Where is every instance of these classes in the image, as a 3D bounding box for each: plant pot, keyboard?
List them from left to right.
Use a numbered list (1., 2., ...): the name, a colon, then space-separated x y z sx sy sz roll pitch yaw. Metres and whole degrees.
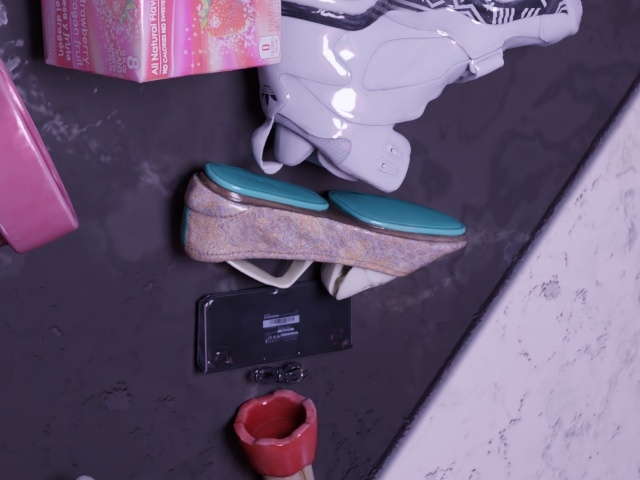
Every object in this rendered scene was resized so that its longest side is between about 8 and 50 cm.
1. plant pot: -0.306 -0.061 0.916 0.180 0.201 0.201 -27 119 -8
2. keyboard: -0.045 0.098 1.239 0.180 0.023 0.108 -6 101 -32

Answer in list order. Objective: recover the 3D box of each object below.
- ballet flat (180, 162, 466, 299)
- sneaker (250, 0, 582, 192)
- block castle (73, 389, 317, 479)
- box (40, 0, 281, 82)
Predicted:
1. ballet flat: 0.000 0.000 1.201 0.316 0.107 0.106 11 109 -29
2. sneaker: 0.089 -0.164 1.184 0.366 0.137 0.210 -2 106 -29
3. block castle: -0.024 0.326 1.060 0.303 0.453 0.212 -26 125 -25
4. box: -0.133 -0.288 0.970 0.154 0.142 0.300 -15 112 -42
